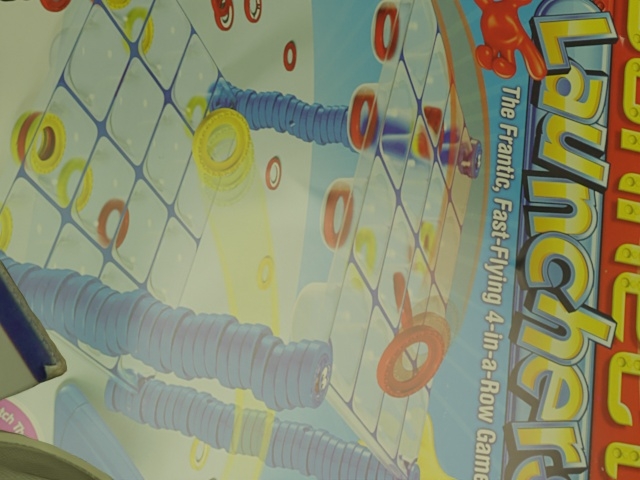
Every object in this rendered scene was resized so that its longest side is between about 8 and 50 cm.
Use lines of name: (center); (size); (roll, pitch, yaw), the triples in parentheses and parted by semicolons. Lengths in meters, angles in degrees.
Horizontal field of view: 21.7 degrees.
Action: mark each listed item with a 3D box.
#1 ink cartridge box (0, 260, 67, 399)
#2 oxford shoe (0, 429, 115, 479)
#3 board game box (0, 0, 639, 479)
ink cartridge box: (-0.245, 0.026, 0.409); (0.332, 0.065, 0.165); (-23, 117, 5)
oxford shoe: (0.013, 0.235, 0.479); (0.169, 0.130, 0.449); (-48, 117, -26)
board game box: (0.000, 0.000, 0.609); (0.301, 0.086, 0.308); (11, 73, -17)
